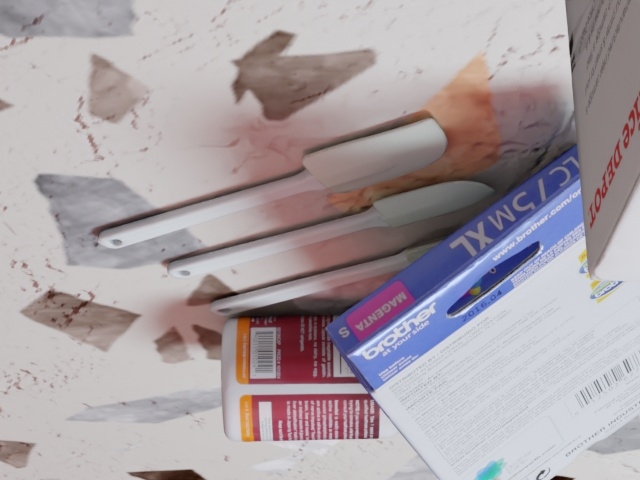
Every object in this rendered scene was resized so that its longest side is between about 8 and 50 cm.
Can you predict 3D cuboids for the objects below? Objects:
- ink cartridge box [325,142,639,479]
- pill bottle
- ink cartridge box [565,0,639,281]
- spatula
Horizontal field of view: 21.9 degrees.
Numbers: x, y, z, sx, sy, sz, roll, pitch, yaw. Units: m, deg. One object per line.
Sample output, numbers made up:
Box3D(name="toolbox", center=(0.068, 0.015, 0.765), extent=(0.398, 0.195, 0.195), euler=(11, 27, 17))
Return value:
Box3D(name="ink cartridge box", center=(0.120, 0.059, 1.010), extent=(0.186, 0.065, 0.311), euler=(-37, 149, 0))
Box3D(name="pill bottle", center=(0.010, 0.093, 1.122), extent=(0.152, 0.086, 0.086), euler=(-1, 152, 0))
Box3D(name="ink cartridge box", center=(0.150, -0.102, 0.637), extent=(0.086, 0.203, 0.148), euler=(1, 152, -4))
Box3D(name="spatula", center=(0.000, 0.000, 1.020), extent=(0.242, 0.019, 0.168), euler=(-17, 149, 26))
